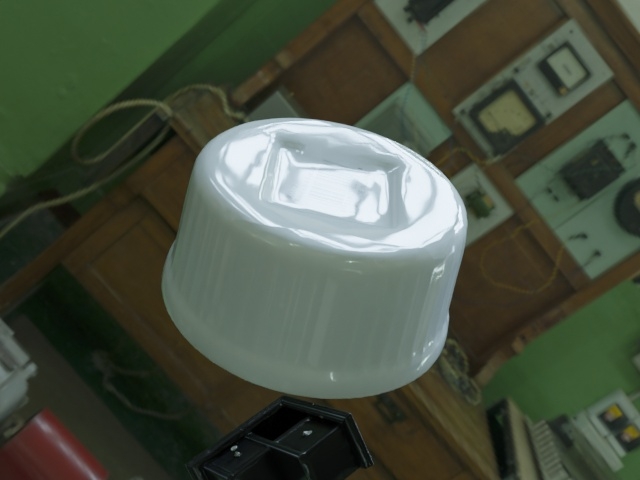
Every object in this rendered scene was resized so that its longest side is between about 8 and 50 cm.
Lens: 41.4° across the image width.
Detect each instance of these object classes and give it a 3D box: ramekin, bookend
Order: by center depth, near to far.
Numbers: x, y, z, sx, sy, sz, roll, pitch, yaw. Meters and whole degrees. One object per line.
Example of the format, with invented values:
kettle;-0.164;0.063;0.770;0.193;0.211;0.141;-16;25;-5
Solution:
ramekin;0.000;0.000;0.776;0.277;0.135;0.277;10;34;-7
bookend;-0.051;0.262;0.995;0.156;0.157;0.072;-1;-64;58
